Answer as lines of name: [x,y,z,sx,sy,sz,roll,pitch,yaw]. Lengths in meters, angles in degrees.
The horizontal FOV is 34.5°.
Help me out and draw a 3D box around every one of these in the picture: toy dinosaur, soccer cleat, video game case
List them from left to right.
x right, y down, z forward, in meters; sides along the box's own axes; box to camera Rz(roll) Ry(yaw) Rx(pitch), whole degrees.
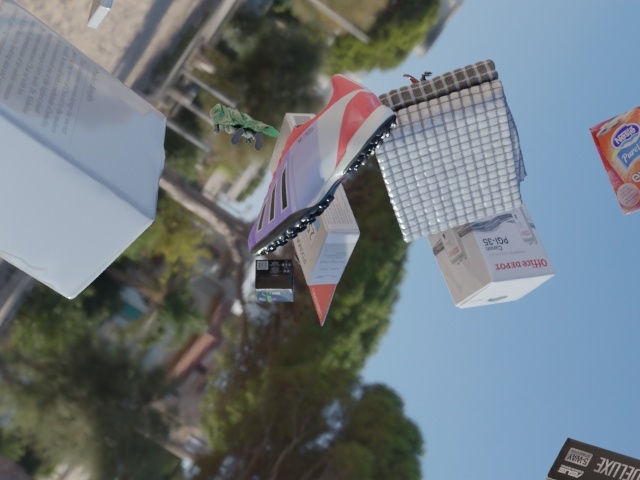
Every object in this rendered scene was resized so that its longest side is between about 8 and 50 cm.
video game case: [-0.380,-0.490,1.868,0.201,0.023,0.183,-175,-80,-70]
soccer cleat: [-0.022,-0.108,1.565,0.318,0.116,0.108,-48,172,24]
toy dinosaur: [0.190,-0.260,1.846,0.047,0.090,0.082,-90,-179,-70]

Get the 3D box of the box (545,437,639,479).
box: [0.485,0.424,1.466,0.242,0.307,0.076,12,-124,42]

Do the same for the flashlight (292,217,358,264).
flashlight: [0.000,0.000,2.171,0.304,0.103,0.103,130,-15,-82]

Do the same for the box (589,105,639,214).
box: [0.481,-0.123,1.421,0.122,0.128,0.257,-25,173,31]

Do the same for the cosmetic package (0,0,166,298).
cosmetic package: [-0.392,-0.162,1.107,0.161,0.453,0.230,-41,-151,23]

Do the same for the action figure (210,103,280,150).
action figure: [-0.169,-0.230,2.039,0.232,0.137,0.063,-133,-121,-65]

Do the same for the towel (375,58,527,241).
towel: [0.211,-0.151,1.723,0.235,0.284,0.121,-18,-133,6]

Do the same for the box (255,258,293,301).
box: [-0.075,0.066,1.677,0.083,0.062,0.052,89,1,-72]

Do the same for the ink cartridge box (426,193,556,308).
ink cartridge box: [0.318,-0.024,2.046,0.207,0.283,0.117,-5,156,-41]

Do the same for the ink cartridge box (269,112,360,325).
ink cartridge box: [-0.029,-0.036,1.854,0.261,0.066,0.296,110,-29,-44]
